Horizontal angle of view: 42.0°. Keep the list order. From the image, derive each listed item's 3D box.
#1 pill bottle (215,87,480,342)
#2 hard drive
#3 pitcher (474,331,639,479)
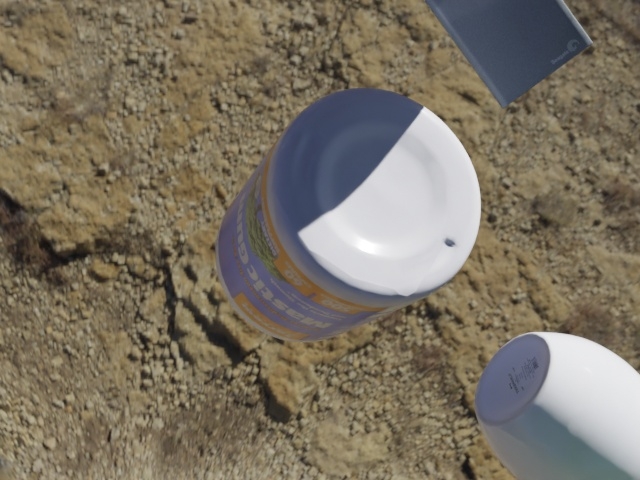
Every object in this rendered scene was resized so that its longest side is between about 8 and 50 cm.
[{"bbox_3d":[0.000,0.000,0.666,0.152,0.272,0.152,5,74,-17],"label":"pill bottle"},{"bbox_3d":[0.161,-0.199,0.737,0.094,0.022,0.135,-36,94,15],"label":"hard drive"},{"bbox_3d":[0.224,0.151,0.694,0.207,0.125,0.178,35,17,-18],"label":"pitcher"}]
